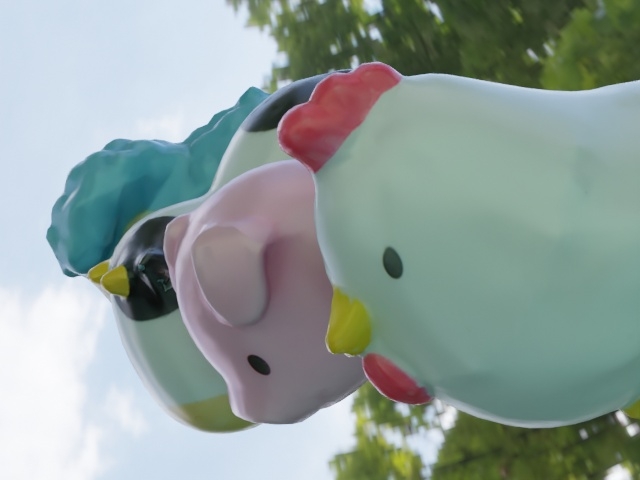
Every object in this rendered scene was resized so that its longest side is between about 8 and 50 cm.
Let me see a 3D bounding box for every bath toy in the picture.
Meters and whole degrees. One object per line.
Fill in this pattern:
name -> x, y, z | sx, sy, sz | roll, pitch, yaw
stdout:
bath toy -> 0.000, 0.000, 0.637 | 0.129, 0.348, 0.151 | 25, -97, -18
